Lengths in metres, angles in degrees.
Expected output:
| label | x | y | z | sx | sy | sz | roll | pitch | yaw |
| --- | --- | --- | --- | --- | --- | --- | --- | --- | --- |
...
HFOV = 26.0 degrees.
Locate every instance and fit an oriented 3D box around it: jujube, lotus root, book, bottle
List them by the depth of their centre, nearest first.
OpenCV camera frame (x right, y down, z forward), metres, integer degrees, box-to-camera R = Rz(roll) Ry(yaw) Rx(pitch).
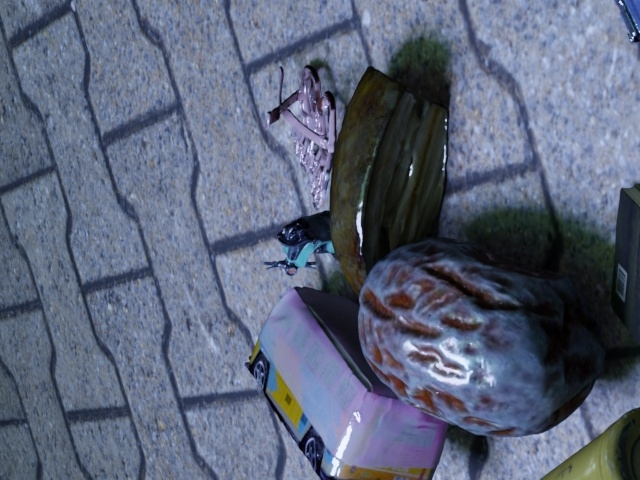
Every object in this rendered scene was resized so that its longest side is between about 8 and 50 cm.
| label | x | y | z | sx | sy | sz | roll | pitch | yaw |
| --- | --- | --- | --- | --- | --- | --- | --- | --- | --- |
| book | 0.368 | 0.055 | 1.510 | 0.228 | 0.024 | 0.160 | -112 | 21 | -64 |
| bottle | 0.327 | 0.345 | 1.662 | 0.171 | 0.171 | 0.351 | 59 | 144 | 17 |
| jujube | 0.192 | 0.120 | 1.675 | 0.308 | 0.246 | 0.215 | 25 | 99 | 60 |
| lotus root | 0.070 | -0.071 | 1.824 | 0.142 | 0.210 | 0.314 | 20 | 107 | 35 |

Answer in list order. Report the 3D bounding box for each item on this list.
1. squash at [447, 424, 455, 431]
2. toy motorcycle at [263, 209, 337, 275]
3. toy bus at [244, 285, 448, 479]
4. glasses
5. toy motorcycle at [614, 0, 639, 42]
| label | x | y | z | sx | sy | sz | roll | pitch | yaw |
| --- | --- | --- | --- | --- | --- | --- | --- | --- | --- |
| squash | 0.175 | 0.222 | 1.887 | 0.219 | 0.068 | 0.077 | -40 | 42 | 53 |
| toy motorcycle | 0.000 | 0.000 | 1.939 | 0.058 | 0.173 | 0.100 | 49 | 130 | 28 |
| toy bus | 0.038 | 0.197 | 1.919 | 0.162 | 0.171 | 0.386 | -67 | 29 | 13 |
| glasses | -0.032 | -0.139 | 1.934 | 0.255 | 0.095 | 0.162 | -109 | 14 | -62 |
| toy motorcycle | 0.317 | -0.399 | 1.395 | 0.212 | 0.125 | 0.358 | -30 | 82 | 56 |
